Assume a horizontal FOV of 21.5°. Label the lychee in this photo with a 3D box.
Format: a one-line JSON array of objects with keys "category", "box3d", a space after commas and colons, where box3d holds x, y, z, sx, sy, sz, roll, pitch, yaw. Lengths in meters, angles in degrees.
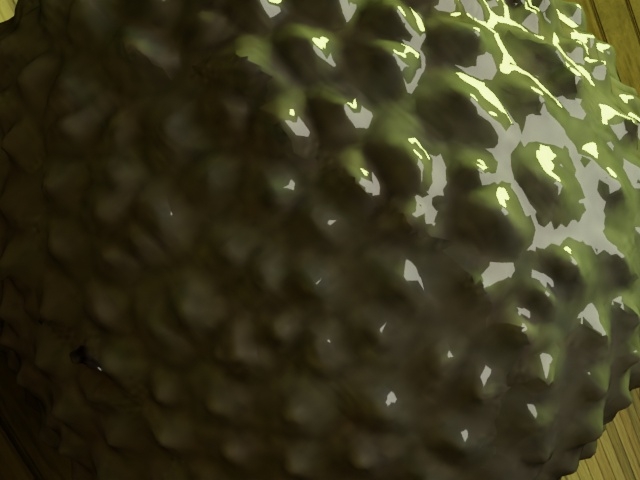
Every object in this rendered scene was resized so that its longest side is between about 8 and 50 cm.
[{"category": "lychee", "box3d": [0.000, 0.000, 0.936, 0.432, 0.380, 0.380, 46, 30, -23]}]
